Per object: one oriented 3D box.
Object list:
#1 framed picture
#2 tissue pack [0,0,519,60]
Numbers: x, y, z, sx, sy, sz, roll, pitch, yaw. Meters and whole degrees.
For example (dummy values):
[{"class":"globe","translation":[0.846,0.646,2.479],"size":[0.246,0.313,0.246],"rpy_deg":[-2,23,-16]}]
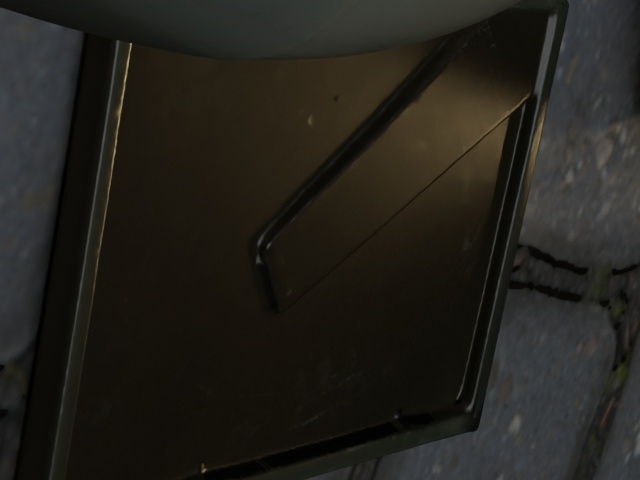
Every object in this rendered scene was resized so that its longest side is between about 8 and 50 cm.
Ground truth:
[{"class":"framed picture","translation":[0.000,0.000,0.764],"size":[0.289,0.016,0.213],"rpy_deg":[-9,114,-52]},{"class":"tissue pack","translation":[-0.034,-0.211,0.410],"size":[0.236,0.229,0.333],"rpy_deg":[-7,113,-55]}]
